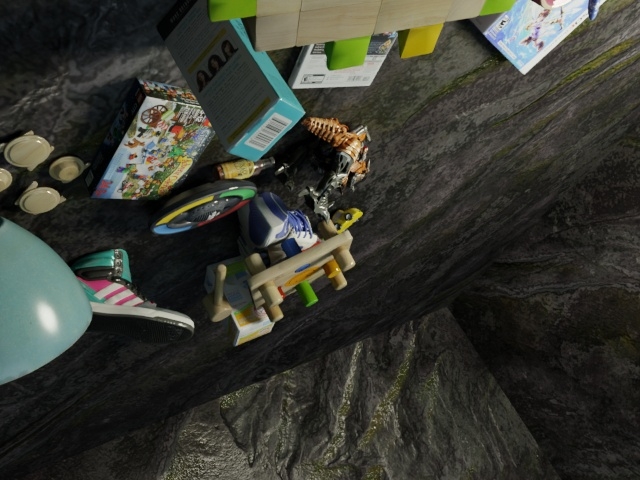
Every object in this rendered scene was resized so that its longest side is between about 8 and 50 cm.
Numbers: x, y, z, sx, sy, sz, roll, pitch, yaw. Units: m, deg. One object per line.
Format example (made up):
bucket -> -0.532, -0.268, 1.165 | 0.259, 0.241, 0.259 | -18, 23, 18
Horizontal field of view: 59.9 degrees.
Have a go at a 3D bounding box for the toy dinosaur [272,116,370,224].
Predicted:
toy dinosaur -> 0.013, -0.182, 1.190 | 0.218, 0.164, 0.322 | -47, 138, 0

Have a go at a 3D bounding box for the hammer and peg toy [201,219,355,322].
hammer and peg toy -> -0.096, 0.099, 1.293 | 0.361, 0.127, 0.266 | -26, 165, -12

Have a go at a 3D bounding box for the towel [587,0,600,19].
towel -> 0.497, -0.563, 0.877 | 0.336, 0.040, 0.243 | 66, 42, -64

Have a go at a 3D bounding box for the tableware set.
tableware set -> -0.459, -0.104, 0.885 | 0.141, 0.020, 0.168 | -36, 155, 8

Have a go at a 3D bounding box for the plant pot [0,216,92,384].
plant pot -> -0.541, 0.075, 0.885 | 0.290, 0.290, 0.196 | -19, 118, -25

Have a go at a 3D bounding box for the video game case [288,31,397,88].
video game case -> 0.050, -0.348, 0.997 | 0.190, 0.022, 0.173 | -13, 151, -34

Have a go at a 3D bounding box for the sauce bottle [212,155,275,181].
sauce bottle -> -0.155, -0.148, 1.132 | 0.128, 0.042, 0.042 | -20, 155, -27

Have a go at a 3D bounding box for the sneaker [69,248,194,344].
sneaker -> -0.408, 0.111, 1.173 | 0.295, 0.179, 0.124 | 15, 138, -19

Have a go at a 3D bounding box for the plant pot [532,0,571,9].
plant pot -> 0.354, -0.481, 0.889 | 0.201, 0.180, 0.201 | -26, 156, -12

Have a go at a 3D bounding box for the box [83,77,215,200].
box -> -0.282, -0.161, 0.949 | 0.159, 0.044, 0.233 | -2, 144, -48

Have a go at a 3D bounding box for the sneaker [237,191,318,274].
sneaker -> -0.097, -0.036, 1.344 | 0.182, 0.128, 0.315 | -25, 163, -21

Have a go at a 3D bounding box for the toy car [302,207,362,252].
toy car -> 0.000, 0.000, 1.583 | 0.239, 0.053, 0.225 | -30, 162, -19

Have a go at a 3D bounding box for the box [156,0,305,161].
box -> -0.125, -0.230, 0.742 | 0.100, 0.244, 0.060 | -40, 155, 21

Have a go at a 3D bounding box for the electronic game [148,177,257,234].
electronic game -> -0.235, -0.065, 1.123 | 0.229, 0.048, 0.229 | -23, 174, -3

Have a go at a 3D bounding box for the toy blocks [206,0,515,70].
toy blocks -> 0.023, -0.370, 0.653 | 0.381, 0.261, 0.191 | -15, 155, -16

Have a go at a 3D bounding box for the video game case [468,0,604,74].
video game case -> 0.466, -0.491, 1.153 | 0.244, 0.061, 0.269 | -44, 153, 26

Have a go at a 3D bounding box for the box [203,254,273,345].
box -> -0.213, 0.156, 1.464 | 0.114, 0.203, 0.103 | -18, 154, -27
